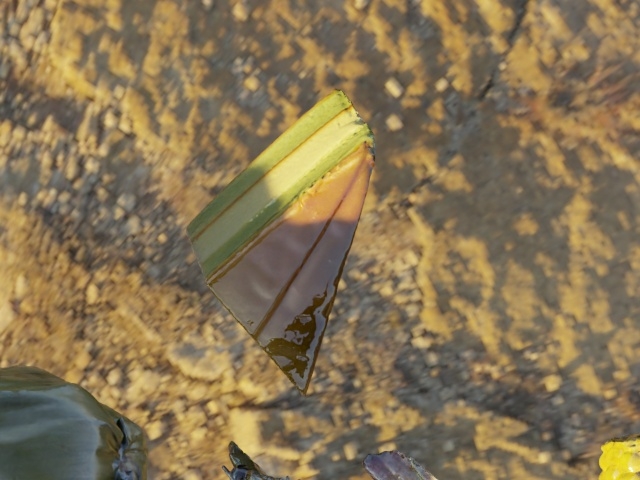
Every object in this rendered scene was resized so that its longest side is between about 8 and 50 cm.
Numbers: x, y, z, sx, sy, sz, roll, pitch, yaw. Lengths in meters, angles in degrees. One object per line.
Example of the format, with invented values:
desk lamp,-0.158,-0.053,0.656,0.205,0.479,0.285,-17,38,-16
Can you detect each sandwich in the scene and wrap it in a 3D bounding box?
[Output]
sandwich,0.000,0.000,1.218,0.187,0.117,0.144,-41,122,8

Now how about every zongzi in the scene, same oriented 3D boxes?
zongzi,-0.243,0.115,0.734,0.274,0.251,0.125,24,62,-53

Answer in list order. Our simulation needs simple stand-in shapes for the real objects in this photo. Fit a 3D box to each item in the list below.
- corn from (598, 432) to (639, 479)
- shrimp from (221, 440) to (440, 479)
corn,0.182,0.192,0.656,0.080,0.080,0.231,-10,78,-23
shrimp,0.025,0.215,1.127,0.251,0.052,0.143,38,96,23
